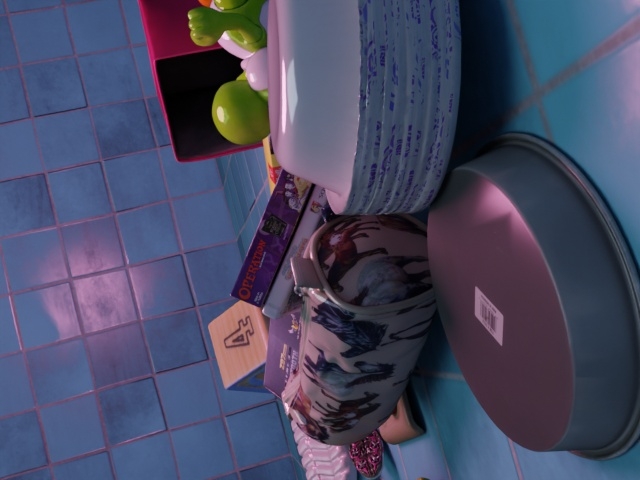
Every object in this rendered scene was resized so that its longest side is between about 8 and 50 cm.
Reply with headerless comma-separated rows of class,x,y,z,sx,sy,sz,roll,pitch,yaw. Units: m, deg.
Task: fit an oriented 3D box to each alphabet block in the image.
alphabet block,-0.157,0.279,1.896,0.192,0.193,0.197,21,-140,-49

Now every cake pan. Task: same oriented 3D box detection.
cake pan,0.171,0.054,0.621,0.293,0.054,0.293,166,90,-78

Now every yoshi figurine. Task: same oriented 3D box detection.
yoshi figurine,-0.145,-0.313,1.190,0.203,0.204,0.362,-40,71,50

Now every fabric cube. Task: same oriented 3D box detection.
fabric cube,-0.221,-0.358,1.471,0.259,0.254,0.258,88,163,-47

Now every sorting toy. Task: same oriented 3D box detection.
sorting toy,0.091,0.243,1.228,0.307,0.041,0.229,108,146,-68

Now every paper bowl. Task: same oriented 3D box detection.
paper bowl,0.027,-0.166,0.690,0.284,0.148,0.284,179,90,-82

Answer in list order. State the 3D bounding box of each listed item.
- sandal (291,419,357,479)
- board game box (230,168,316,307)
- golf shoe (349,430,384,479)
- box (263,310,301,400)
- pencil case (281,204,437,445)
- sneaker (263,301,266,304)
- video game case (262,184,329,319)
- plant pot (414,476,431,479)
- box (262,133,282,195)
sandal,0.010,0.371,1.567,0.169,0.102,0.416,-30,57,38
board game box,-0.038,-0.034,1.007,0.347,0.056,0.208,-47,-24,-84
golf shoe,0.090,0.398,1.378,0.186,0.067,0.086,-110,-4,-59
box,-0.033,0.233,1.451,0.183,0.059,0.232,25,114,44
pencil case,0.039,0.129,0.926,0.410,0.184,0.160,100,170,-52
sneaker,-0.094,0.170,1.794,0.087,0.130,0.227,108,145,-71
video game case,0.000,0.000,0.952,0.206,0.026,0.227,-67,-11,4
plant pot,0.092,0.486,1.048,0.227,0.207,0.228,115,140,-57
box,-0.061,-0.138,1.389,0.058,0.087,0.232,-122,22,-55
